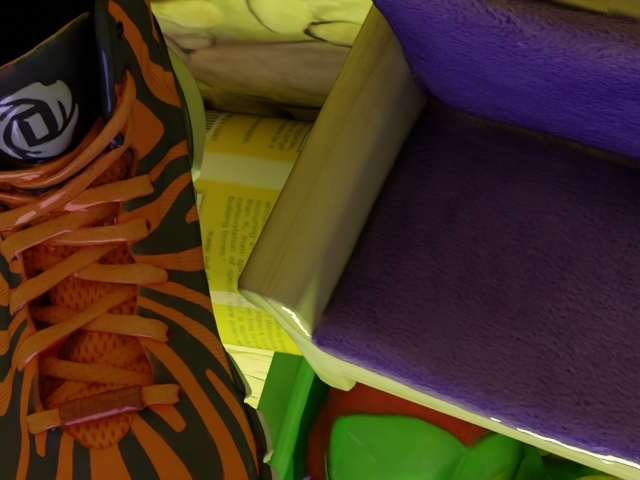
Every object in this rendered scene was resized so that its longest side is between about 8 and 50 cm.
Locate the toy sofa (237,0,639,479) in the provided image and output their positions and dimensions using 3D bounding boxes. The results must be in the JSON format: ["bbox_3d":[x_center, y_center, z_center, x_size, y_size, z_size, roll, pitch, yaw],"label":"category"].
[{"bbox_3d":[0.158,0.020,0.673,0.362,0.150,0.177,19,164,21],"label":"toy sofa"}]

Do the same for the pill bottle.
[{"bbox_3d":[0.000,0.000,0.904,0.208,0.119,0.119,8,164,13],"label":"pill bottle"}]

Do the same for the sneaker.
[{"bbox_3d":[-0.101,0.011,0.678,0.124,0.321,0.180,-15,153,3],"label":"sneaker"}]

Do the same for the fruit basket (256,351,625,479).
[{"bbox_3d":[0.147,0.166,1.066,0.392,0.283,0.392,17,178,1],"label":"fruit basket"}]
